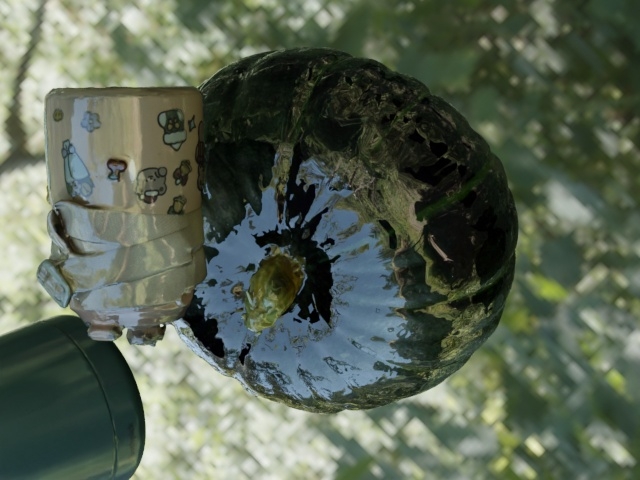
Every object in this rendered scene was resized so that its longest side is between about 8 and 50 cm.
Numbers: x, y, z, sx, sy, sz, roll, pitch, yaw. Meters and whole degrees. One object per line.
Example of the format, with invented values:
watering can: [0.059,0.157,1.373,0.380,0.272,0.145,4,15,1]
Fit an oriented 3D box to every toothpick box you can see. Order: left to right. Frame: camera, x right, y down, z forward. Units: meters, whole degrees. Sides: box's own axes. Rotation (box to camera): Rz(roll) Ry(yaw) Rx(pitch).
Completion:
toothpick box: [-0.212,0.126,1.127,0.120,0.184,0.120,25,124,43]

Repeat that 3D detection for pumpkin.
pumpkin: [0.000,0.000,1.142,0.250,0.250,0.216,45,-149,-5]

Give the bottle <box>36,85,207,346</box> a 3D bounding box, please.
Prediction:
bottle: [-0.111,-0.012,1.021,0.099,0.152,0.099,0,-175,0]
